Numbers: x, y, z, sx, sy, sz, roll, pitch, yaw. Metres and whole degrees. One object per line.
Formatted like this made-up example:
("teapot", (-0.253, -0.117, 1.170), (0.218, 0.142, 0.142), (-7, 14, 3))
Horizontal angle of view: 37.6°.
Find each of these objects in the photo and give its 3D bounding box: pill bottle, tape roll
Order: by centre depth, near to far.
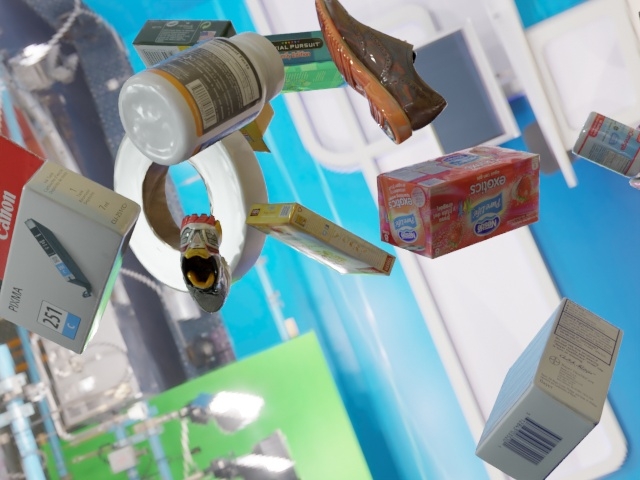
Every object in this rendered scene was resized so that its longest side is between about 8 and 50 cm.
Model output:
("pill bottle", (-0.194, -0.251, 1.602), (0.278, 0.162, 0.162), (-39, -69, -44))
("pill bottle", (0.555, -0.169, 1.734), (0.160, 0.087, 0.087), (26, 180, 10))
("tape roll", (-0.271, -0.082, 1.921), (0.072, 0.392, 0.392), (-18, -95, -50))

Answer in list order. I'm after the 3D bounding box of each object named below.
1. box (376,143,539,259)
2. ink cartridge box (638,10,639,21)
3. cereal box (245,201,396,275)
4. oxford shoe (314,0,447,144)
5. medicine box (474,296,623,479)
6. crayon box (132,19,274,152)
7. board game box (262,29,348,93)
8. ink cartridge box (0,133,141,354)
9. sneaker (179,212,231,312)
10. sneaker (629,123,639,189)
("box", (0.269, -0.082, 1.820), (0.154, 0.300, 0.142), (21, 121, 49))
("ink cartridge box", (0.692, -0.440, 1.940), (0.122, 0.052, 0.088), (-37, -67, -64))
("cereal box", (0.000, 0.000, 1.749), (0.240, 0.047, 0.173), (29, 165, -28))
("oxford shoe", (0.108, -0.351, 1.817), (0.363, 0.133, 0.130), (58, 176, 20))
("medicine box", (0.473, 0.313, 1.939), (0.149, 0.263, 0.289), (31, -137, 6))
("crayon box", (-0.228, -0.315, 1.950), (0.318, 0.202, 0.081), (65, -140, -49))
("board game box", (-0.085, -0.429, 2.289), (0.254, 0.336, 0.079), (133, 130, -80))
("ink cartridge box", (-0.400, 0.002, 1.269), (0.261, 0.296, 0.066), (27, -135, -3))
("sneaker", (-0.205, 0.057, 1.607), (0.225, 0.088, 0.092), (84, -174, -50))
("sneaker", (0.707, -0.248, 1.934), (0.112, 0.131, 0.319), (-22, -65, -70))
